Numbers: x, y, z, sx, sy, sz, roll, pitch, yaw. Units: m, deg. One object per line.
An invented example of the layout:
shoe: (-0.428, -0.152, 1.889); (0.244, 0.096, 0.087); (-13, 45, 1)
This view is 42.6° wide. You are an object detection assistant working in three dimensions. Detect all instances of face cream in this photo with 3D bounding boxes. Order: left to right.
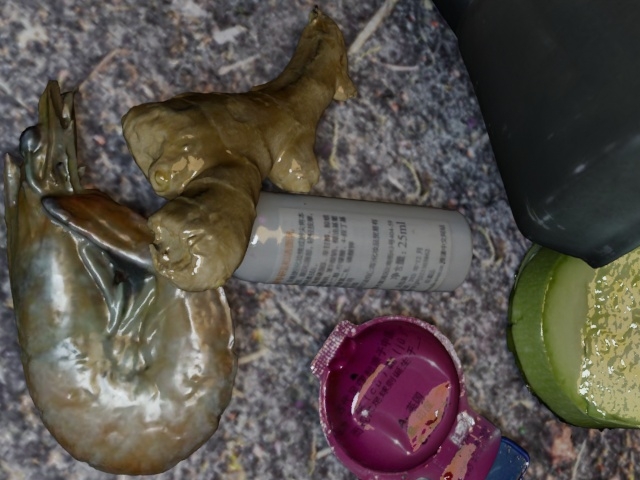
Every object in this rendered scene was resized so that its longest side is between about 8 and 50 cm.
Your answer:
face cream: (0.000, 0.000, 0.716); (0.268, 0.082, 0.082); (5, 83, -21)

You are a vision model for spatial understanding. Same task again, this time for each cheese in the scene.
cheese: (0.093, 0.163, 0.749); (0.244, 0.062, 0.155); (38, 74, -16)

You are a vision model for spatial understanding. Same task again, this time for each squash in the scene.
squash: (0.296, 0.084, 0.808); (0.220, 0.133, 0.220); (1, 86, -16)

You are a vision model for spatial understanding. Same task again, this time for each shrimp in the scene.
shrimp: (-0.159, 0.026, 0.638); (0.168, 0.077, 0.318); (-10, 91, -1)

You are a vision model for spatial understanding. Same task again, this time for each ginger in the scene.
ginger: (-0.059, -0.087, 0.665); (0.147, 0.081, 0.334); (27, 45, 14)

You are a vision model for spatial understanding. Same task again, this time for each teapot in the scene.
teapot: (0.261, -0.196, 0.731); (0.376, 0.305, 0.362); (-18, 74, -51)
